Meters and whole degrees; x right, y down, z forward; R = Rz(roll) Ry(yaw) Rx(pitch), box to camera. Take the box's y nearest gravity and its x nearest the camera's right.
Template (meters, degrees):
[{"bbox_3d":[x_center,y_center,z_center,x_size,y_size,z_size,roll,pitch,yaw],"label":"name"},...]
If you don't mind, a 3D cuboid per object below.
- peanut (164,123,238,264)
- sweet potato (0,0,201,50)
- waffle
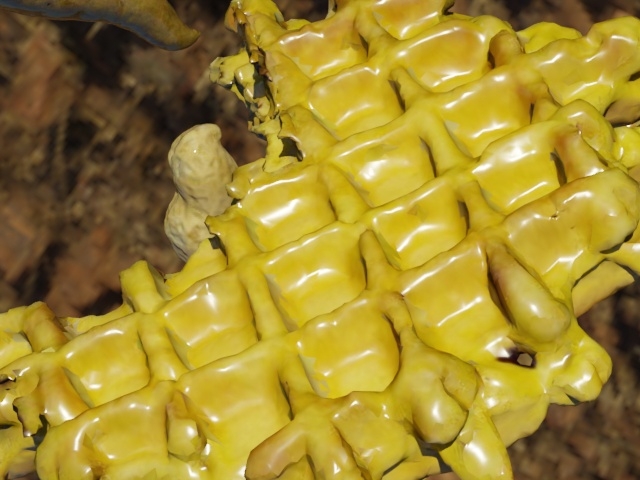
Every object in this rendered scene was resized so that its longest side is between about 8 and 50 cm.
[{"bbox_3d":[-0.114,-0.035,1.783,0.080,0.080,0.174,16,132,21],"label":"peanut"},{"bbox_3d":[-0.171,-0.159,1.043,0.069,0.059,0.249,-44,131,15],"label":"sweet potato"},{"bbox_3d":[0.000,0.000,0.695,0.260,0.293,0.069,13,145,37],"label":"waffle"}]
